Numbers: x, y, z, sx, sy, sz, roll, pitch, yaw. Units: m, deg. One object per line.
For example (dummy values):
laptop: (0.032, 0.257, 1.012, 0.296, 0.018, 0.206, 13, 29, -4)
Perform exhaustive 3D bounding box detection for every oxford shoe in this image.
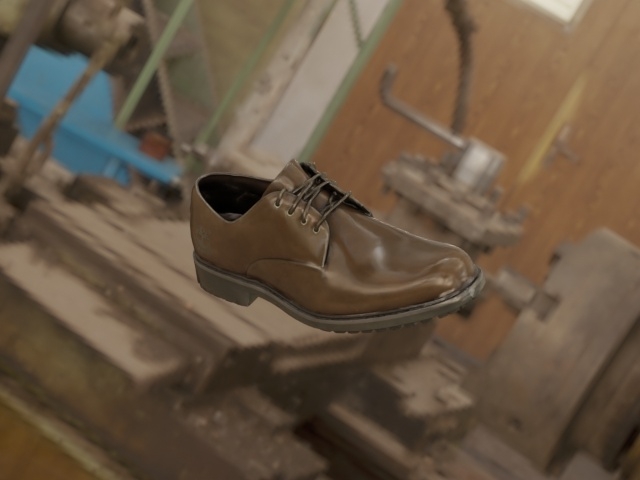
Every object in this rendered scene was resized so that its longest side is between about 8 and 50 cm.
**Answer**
oxford shoe: (0.000, 0.000, 0.984, 0.227, 0.096, 0.083, 10, 35, 33)
